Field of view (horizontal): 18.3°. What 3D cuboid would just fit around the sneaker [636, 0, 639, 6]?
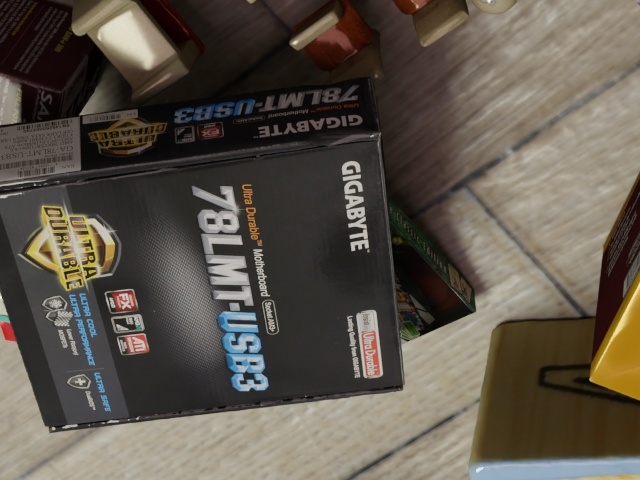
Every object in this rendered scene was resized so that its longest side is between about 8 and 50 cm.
[{"bbox_3d":[0.219,-0.198,1.446,0.069,0.038,0.098,-1,111,14],"label":"sneaker"}]

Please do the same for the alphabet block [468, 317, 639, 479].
[{"bbox_3d":[0.231,0.190,1.581,0.193,0.197,0.192,-2,119,13],"label":"alphabet block"}]

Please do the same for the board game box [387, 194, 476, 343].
[{"bbox_3d":[0.000,0.000,1.569,0.136,0.030,0.260,-22,132,25],"label":"board game box"}]

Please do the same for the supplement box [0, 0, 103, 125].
[{"bbox_3d":[-0.297,-0.149,1.525,0.239,0.130,0.073,17,123,2],"label":"supplement box"}]

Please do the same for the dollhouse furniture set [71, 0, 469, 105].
[{"bbox_3d":[-0.058,-0.222,1.457,0.259,0.135,0.262,-35,109,15],"label":"dollhouse furniture set"}]

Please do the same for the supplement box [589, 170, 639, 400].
[{"bbox_3d":[0.296,0.002,1.455,0.129,0.194,0.191,21,122,-1],"label":"supplement box"}]

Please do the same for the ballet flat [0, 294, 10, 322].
[{"bbox_3d":[-0.358,-0.060,1.573,0.409,0.147,0.147,24,123,-10],"label":"ballet flat"}]

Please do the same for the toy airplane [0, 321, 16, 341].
[{"bbox_3d":[-0.207,0.098,1.715,0.151,0.028,0.151,6,122,10],"label":"toy airplane"}]

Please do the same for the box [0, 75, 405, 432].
[{"bbox_3d":[-0.091,0.019,1.501,0.293,0.073,0.295,-6,138,1],"label":"box"}]

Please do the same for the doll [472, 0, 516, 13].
[{"bbox_3d":[0.137,-0.250,1.425,0.129,0.046,0.189,17,125,12],"label":"doll"}]
